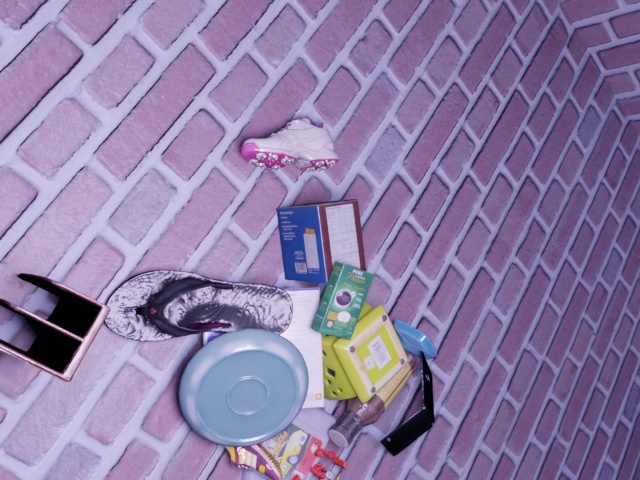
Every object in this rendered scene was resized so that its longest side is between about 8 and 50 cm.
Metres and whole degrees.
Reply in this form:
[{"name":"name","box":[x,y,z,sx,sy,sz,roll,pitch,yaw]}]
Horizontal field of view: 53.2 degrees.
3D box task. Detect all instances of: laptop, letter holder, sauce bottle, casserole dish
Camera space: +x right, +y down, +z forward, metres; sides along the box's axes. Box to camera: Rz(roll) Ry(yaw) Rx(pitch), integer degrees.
[{"name":"laptop","box":[0.266,0.499,1.941,0.234,0.136,0.264,61,27,-58]},{"name":"letter holder","box":[-0.576,0.137,1.226,0.214,0.302,0.152,36,69,-30]},{"name":"sauce bottle","box":[0.148,0.449,1.844,0.344,0.111,0.111,-40,112,-38]},{"name":"casserole dish","box":[0.284,0.311,1.979,0.188,0.114,0.037,30,112,-33]}]

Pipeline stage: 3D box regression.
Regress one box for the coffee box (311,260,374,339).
[{"name":"coffee box","box":[0.057,0.152,1.613,0.113,0.040,0.184,18,91,-37]}]

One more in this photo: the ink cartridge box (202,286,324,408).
[{"name":"ink cartridge box","box":[-0.145,0.279,1.622,0.303,0.072,0.307,-1,84,-15]}]

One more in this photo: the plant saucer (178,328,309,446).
[{"name":"plant saucer","box":[-0.176,0.364,1.527,0.317,0.044,0.317,-5,108,-14]}]

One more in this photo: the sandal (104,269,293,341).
[{"name":"sandal","box":[-0.276,0.152,1.503,0.446,0.107,0.167,1,85,-17]}]

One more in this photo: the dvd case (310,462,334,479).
[{"name":"dvd case","box":[-0.020,0.690,1.802,0.087,0.013,0.119,46,66,-26]}]

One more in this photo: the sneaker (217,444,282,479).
[{"name":"sneaker","box":[-0.178,0.554,1.620,0.185,0.069,0.084,43,83,15]}]

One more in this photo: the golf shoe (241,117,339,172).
[{"name":"golf shoe","box":[-0.087,-0.262,1.717,0.306,0.115,0.140,-1,80,-42]}]

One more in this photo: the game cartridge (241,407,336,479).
[{"name":"game cartridge","box":[-0.091,0.572,1.729,0.196,0.060,0.294,37,69,-26]}]

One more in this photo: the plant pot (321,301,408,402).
[{"name":"plant pot","box":[0.099,0.303,1.774,0.227,0.207,0.228,-36,109,-30]}]

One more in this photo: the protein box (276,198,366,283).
[{"name":"protein box","box":[0.000,0.000,1.707,0.136,0.200,0.201,-10,95,-35]}]

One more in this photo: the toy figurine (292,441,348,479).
[{"name":"toy figurine","box":[0.015,0.733,1.644,0.362,0.217,0.191,-53,134,-28]}]
